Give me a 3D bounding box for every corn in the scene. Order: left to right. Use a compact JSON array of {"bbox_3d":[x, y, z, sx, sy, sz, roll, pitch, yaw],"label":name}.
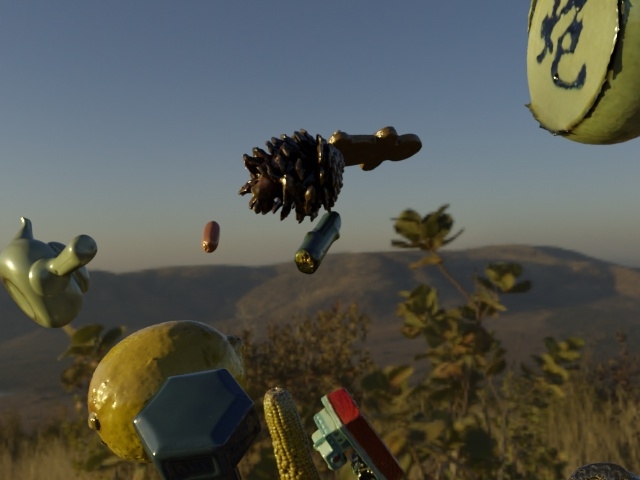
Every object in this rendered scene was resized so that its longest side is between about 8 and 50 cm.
[{"bbox_3d":[-0.064,0.502,1.811,0.097,0.320,0.097,-15,7,2],"label":"corn"}]

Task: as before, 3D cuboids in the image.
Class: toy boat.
[{"bbox_3d":[0.086,0.491,1.756,0.133,0.332,0.145,-35,34,-3],"label":"toy boat"}]

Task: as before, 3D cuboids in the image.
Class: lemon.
[{"bbox_3d":[-0.253,0.251,1.291,0.263,0.236,0.236,0,-2,-18],"label":"lemon"}]

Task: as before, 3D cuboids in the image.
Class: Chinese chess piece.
[{"bbox_3d":[0.461,-0.331,1.260,0.146,0.349,0.349,2,-2,-10],"label":"Chinese chess piece"}]

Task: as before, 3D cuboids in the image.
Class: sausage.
[{"bbox_3d":[-0.211,-0.007,1.481,0.034,0.034,0.083,-2,30,-1],"label":"sausage"}]

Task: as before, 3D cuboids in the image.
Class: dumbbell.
[{"bbox_3d":[-0.137,0.327,1.044,0.144,0.316,0.156,10,40,28],"label":"dumbbell"}]

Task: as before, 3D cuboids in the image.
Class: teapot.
[{"bbox_3d":[-0.547,0.082,1.601,0.318,0.220,0.149,14,46,45],"label":"teapot"}]

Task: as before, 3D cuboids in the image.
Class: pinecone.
[{"bbox_3d":[-0.056,-0.128,1.514,0.205,0.184,0.179,8,16,-3],"label":"pinecone"}]

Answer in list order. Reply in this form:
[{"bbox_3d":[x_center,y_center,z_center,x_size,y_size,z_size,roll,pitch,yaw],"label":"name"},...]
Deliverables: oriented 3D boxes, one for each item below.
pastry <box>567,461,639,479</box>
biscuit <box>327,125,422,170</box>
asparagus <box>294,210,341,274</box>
[{"bbox_3d":[0.701,0.662,1.846,0.132,0.235,0.240,28,-20,-30],"label":"pastry"},{"bbox_3d":[0.140,-0.254,2.117,0.301,0.049,0.197,-7,-21,-22],"label":"biscuit"},{"bbox_3d":[-0.002,0.001,1.770,0.067,0.060,0.277,36,25,1],"label":"asparagus"}]
